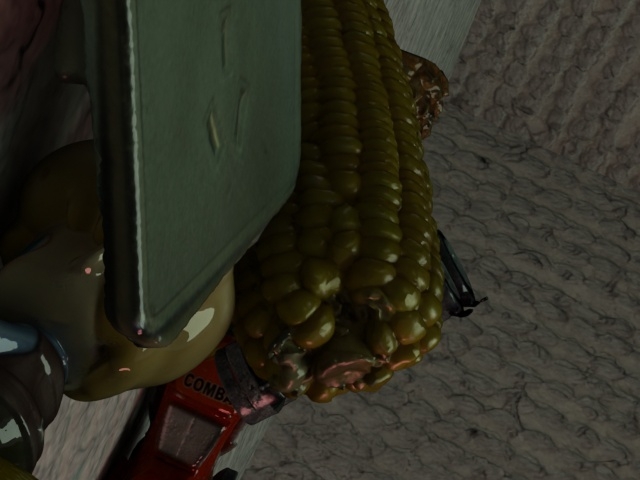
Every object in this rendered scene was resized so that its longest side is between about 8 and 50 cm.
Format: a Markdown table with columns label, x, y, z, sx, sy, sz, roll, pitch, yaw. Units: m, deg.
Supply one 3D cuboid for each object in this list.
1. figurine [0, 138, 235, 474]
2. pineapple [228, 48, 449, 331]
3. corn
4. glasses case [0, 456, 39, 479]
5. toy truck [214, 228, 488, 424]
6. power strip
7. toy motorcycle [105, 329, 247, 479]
| label | x | y | z | sx | sy | sz | roll | pitch | yaw |
| --- | --- | --- | --- | --- | --- | --- | --- | --- | --- |
| figurine | -0.118 | 0.042 | 0.800 | 0.196 | 0.108 | 0.114 | -43 | 141 | -35 |
| pineapple | 0.013 | -0.034 | 1.631 | 0.277 | 0.130 | 0.119 | -63 | 163 | 3 |
| corn | -0.001 | -0.058 | 0.936 | 0.102 | 0.102 | 0.313 | 110 | -21 | -48 |
| glasses case | -0.190 | 0.225 | 0.583 | 0.371 | 0.141 | 0.173 | -60 | 175 | -40 |
| toy truck | 0.004 | 0.007 | 1.372 | 0.176 | 0.178 | 0.363 | -28 | 176 | 7 |
| power strip | -0.062 | -0.088 | 0.741 | 0.198 | 0.064 | 0.213 | -50 | 143 | -65 |
| toy motorcycle | -0.128 | 0.208 | 1.535 | 0.171 | 0.089 | 0.298 | 27 | 88 | -85 |
